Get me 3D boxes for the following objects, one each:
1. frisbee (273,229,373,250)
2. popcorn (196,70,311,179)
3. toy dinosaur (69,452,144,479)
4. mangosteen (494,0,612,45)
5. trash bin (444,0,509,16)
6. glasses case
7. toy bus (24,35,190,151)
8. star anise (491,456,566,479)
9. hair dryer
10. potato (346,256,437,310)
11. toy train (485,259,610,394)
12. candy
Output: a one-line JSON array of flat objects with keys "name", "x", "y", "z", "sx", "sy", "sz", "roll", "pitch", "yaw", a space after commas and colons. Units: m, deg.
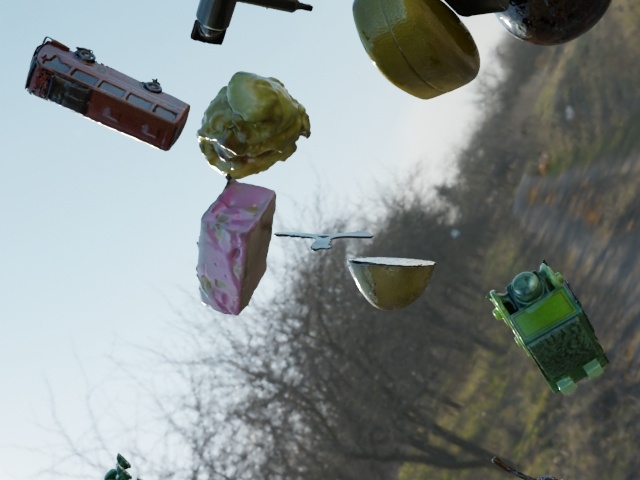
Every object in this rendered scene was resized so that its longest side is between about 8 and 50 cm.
[{"name": "frisbee", "x": 0.000, "y": 0.000, "z": 1.760, "sx": 0.187, "sy": 0.211, "sz": 0.012, "roll": -60, "pitch": -29, "yaw": -77}, {"name": "popcorn", "x": -0.150, "y": -0.233, "z": 1.800, "sx": 0.225, "sy": 0.174, "sz": 0.286, "roll": -44, "pitch": -12, "yaw": 13}, {"name": "toy dinosaur", "x": -0.393, "y": 0.539, "z": 1.718, "sx": 0.153, "sy": 0.259, "sz": 0.094, "roll": -48, "pitch": 19, "yaw": 0}, {"name": "mangosteen", "x": 0.488, "y": -0.559, "z": 1.821, "sx": 0.288, "sy": 0.288, "sz": 0.288, "roll": 23, "pitch": -90, "yaw": -80}, {"name": "trash bin", "x": 0.286, "y": -0.557, "z": 1.575, "sx": 0.164, "sy": 0.122, "sz": 0.241, "roll": 24, "pitch": -108, "yaw": -51}, {"name": "glasses case", "x": 0.196, "y": -0.362, "z": 1.579, "sx": 0.371, "sy": 0.141, "sz": 0.173, "roll": 1, "pitch": -108, "yaw": -64}, {"name": "toy bus", "x": -0.307, "y": -0.209, "z": 1.237, "sx": 0.096, "sy": 0.234, "sz": 0.074, "roll": -80, "pitch": 15, "yaw": -58}, {"name": "star anise", "x": 0.467, "y": 0.514, "z": 1.708, "sx": 0.073, "sy": 0.234, "sz": 0.177, "roll": -66, "pitch": 17, "yaw": 12}, {"name": "hair dryer", "x": -0.137, "y": -0.493, "z": 1.833, "sx": 0.078, "sy": 0.248, "sz": 0.196, "roll": -111, "pitch": 35, "yaw": -44}, {"name": "potato", "x": 0.155, "y": 0.096, "z": 1.900, "sx": 0.202, "sy": 0.182, "sz": 0.117, "roll": -2, "pitch": -82, "yaw": -50}, {"name": "toy train", "x": 0.451, "y": 0.170, "z": 1.696, "sx": 0.159, "sy": 0.188, "sz": 0.272, "roll": -32, "pitch": -45, "yaw": 8}, {"name": "candy", "x": -0.176, "y": 0.014, "z": 1.755, "sx": 0.265, "sy": 0.115, "sz": 0.155, "roll": 102, "pitch": -170, "yaw": -46}]
